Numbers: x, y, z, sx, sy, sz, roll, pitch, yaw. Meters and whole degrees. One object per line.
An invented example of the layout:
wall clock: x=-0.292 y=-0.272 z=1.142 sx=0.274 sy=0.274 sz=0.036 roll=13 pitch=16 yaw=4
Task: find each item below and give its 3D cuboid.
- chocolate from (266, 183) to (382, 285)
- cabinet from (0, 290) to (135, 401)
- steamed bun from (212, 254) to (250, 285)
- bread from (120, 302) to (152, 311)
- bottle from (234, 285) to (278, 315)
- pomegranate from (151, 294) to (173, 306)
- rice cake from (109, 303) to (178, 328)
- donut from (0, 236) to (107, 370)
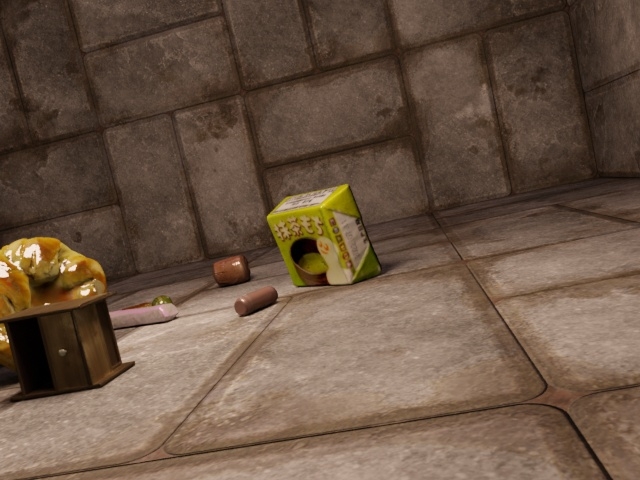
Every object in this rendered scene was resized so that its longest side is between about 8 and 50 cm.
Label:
chocolate: x=0.000 y=0.000 z=1.769 sx=0.301 sy=0.288 sz=0.137 roll=-8 pitch=18 yaw=46
cabinet: x=-0.541 y=0.220 z=1.222 sx=0.215 sy=0.174 sz=0.148 roll=-11 pitch=5 yaw=11
steamed bun: x=-0.349 y=0.126 z=2.275 sx=0.145 sy=0.106 sz=0.175 roll=-18 pitch=-9 yaw=2
bread: x=-0.639 y=0.244 z=2.017 sx=0.095 sy=0.035 sz=0.090 roll=-16 pitch=6 yaw=-32
bottle: x=-0.178 y=0.167 z=1.608 sx=0.053 sy=0.053 sz=0.140 roll=-9 pitch=5 yaw=36
pomegranate: x=-0.518 y=0.217 z=1.868 sx=0.085 sy=0.073 sz=0.073 roll=-37 pitch=4 yaw=4
rice cake: x=-0.607 y=0.245 z=1.817 sx=0.365 sy=0.056 sz=0.073 roll=-10 pitch=4 yaw=23
donut: x=-0.715 y=0.165 z=1.479 sx=0.170 sy=0.360 sz=0.360 roll=-29 pitch=-6 yaw=39
